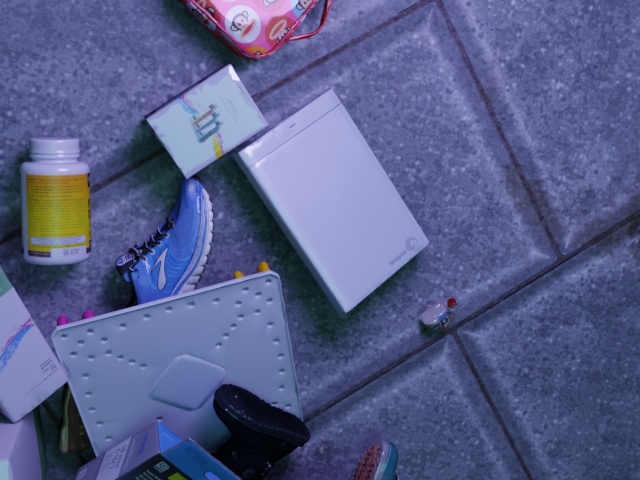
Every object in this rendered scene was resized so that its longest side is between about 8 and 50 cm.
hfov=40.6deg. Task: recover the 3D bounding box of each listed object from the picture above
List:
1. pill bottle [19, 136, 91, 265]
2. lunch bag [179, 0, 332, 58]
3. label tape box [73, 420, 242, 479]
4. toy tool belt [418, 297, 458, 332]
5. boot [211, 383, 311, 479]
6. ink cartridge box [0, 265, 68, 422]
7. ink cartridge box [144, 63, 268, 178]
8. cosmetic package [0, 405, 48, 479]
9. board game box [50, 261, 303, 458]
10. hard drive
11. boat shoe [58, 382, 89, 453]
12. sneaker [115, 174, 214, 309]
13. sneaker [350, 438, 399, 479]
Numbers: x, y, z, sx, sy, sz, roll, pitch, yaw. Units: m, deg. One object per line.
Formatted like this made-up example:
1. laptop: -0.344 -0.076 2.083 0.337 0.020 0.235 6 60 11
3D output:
1. pill bottle: -0.461 -0.070 1.504 0.117 0.117 0.214 -1 100 -13
2. lunch bag: -0.087 -0.469 1.522 0.258 0.120 0.293 42 88 -17
3. label tape box: -0.252 0.446 1.537 0.334 0.106 0.240 -33 115 26
4. toy tool belt: 0.243 0.154 1.750 0.083 0.052 0.051 -31 136 -3
5. boot: -0.161 0.388 1.604 0.207 0.094 0.246 -45 134 10
6. ink cartridge box: -0.558 0.136 1.401 0.117 0.201 0.278 -42 133 -30
7. ink cartridge box: -0.205 -0.211 1.527 0.176 0.128 0.127 -33 106 -4
8. cosmetic package: -0.555 0.388 1.433 0.155 0.365 0.196 -6 102 -12
9. board game box: -0.244 0.244 1.571 0.390 0.050 0.389 -15 127 -10
10. hard drive: 0.027 -0.074 1.608 0.233 0.047 0.353 -38 102 -24
11. boat shoe: -0.450 0.312 1.605 0.060 0.064 0.177 5 105 -19
12. sneaker: -0.287 0.035 1.559 0.147 0.130 0.329 17 95 -18
13. sneaker: 0.120 0.544 1.759 0.121 0.108 0.302 11 105 -16
